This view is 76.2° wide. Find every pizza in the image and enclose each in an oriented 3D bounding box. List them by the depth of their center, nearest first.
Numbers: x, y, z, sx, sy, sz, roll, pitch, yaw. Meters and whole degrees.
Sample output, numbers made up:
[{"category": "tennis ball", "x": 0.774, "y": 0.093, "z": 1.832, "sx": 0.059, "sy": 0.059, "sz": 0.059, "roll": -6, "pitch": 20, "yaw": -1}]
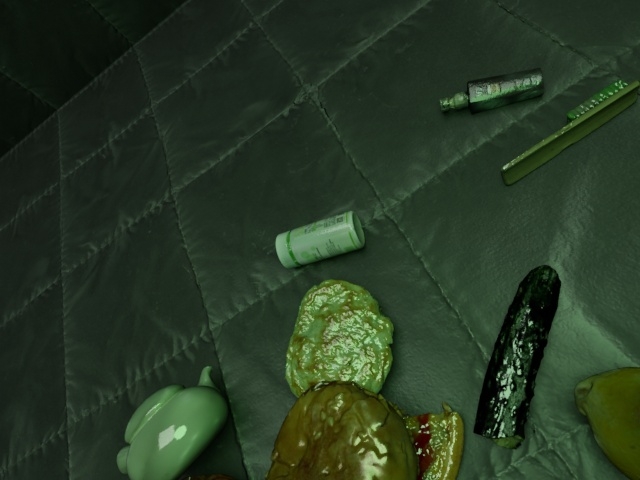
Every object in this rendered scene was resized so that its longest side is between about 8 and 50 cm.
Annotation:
[{"category": "pizza", "x": 0.129, "y": 0.341, "z": 0.680, "sx": 0.198, "sy": 0.062, "sz": 0.188, "roll": 13, "pitch": 71, "yaw": 34}]

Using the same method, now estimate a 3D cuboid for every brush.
[{"category": "brush", "x": 0.467, "y": -0.209, "z": 0.780, "sx": 0.282, "sy": 0.054, "sz": 0.048, "roll": -36, "pitch": 46, "yaw": 8}]

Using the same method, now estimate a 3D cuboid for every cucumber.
[{"category": "cucumber", "x": 0.319, "y": 0.172, "z": 0.654, "sx": 0.072, "sy": 0.081, "sz": 0.304, "roll": -3, "pitch": 61, "yaw": 59}]

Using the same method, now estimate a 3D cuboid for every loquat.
[{"category": "loquat", "x": 0.434, "y": 0.240, "z": 0.520, "sx": 0.195, "sy": 0.152, "sz": 0.152, "roll": 27, "pitch": 80, "yaw": 27}]

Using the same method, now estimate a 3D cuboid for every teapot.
[{"category": "teapot", "x": -0.319, "y": 0.403, "z": 0.802, "sx": 0.149, "sy": 0.220, "sz": 0.318, "roll": 43, "pitch": 95, "yaw": 10}]

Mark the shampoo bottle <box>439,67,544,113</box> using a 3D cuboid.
[{"category": "shampoo bottle", "x": 0.365, "y": -0.317, "z": 0.885, "sx": 0.207, "sy": 0.063, "sz": 0.057, "roll": -6, "pitch": 74, "yaw": 23}]

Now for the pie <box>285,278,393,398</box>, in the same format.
[{"category": "pie", "x": 0.042, "y": 0.203, "z": 0.778, "sx": 0.200, "sy": 0.090, "sz": 0.248, "roll": 9, "pitch": 71, "yaw": 20}]

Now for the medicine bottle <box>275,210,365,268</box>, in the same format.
[{"category": "medicine bottle", "x": 0.000, "y": 0.000, "z": 0.902, "sx": 0.183, "sy": 0.086, "sz": 0.086, "roll": -17, "pitch": 59, "yaw": 20}]

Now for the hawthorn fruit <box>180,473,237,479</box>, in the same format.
[{"category": "hawthorn fruit", "x": -0.202, "y": 0.525, "z": 0.695, "sx": 0.196, "sy": 0.196, "sz": 0.226, "roll": -10, "pitch": 77, "yaw": 24}]

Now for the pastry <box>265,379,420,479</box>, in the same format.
[{"category": "pastry", "x": 0.025, "y": 0.374, "z": 0.600, "sx": 0.254, "sy": 0.161, "sz": 0.311, "roll": -7, "pitch": 54, "yaw": 47}]
